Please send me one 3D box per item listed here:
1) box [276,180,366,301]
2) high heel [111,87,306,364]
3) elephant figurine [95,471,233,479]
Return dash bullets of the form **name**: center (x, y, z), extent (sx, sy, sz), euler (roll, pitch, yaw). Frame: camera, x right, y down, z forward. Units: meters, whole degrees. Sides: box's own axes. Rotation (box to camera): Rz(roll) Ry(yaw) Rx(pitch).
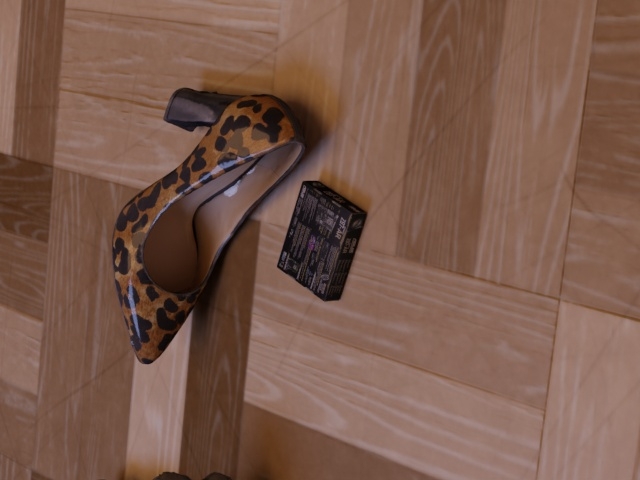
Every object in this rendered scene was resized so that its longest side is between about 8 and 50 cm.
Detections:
- **box**: center (0.000, 0.000, 1.222), extent (0.067, 0.018, 0.083), euler (34, 116, 40)
- **high heel**: center (-0.097, -0.004, 1.265), extent (0.186, 0.093, 0.261), euler (15, 94, 51)
- **elephant figurine**: center (-0.146, 0.309, 1.320), extent (0.169, 0.186, 0.239), euler (38, 143, -11)
